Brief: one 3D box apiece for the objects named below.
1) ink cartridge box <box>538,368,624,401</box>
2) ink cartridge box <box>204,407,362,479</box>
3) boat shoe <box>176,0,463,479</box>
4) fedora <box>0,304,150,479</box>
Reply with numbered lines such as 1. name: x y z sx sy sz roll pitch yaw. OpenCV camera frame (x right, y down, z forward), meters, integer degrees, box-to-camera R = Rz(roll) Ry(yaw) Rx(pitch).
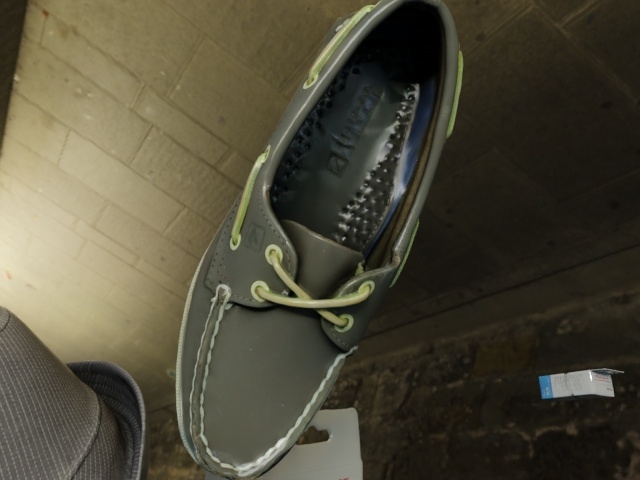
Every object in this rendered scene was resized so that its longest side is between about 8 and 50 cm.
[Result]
1. ink cartridge box: 0.309 0.171 0.715 0.048 0.028 0.083 15 154 -36
2. ink cartridge box: -0.027 0.232 0.469 0.067 0.198 0.115 -10 165 43
3. boat shoe: -0.004 -0.002 0.351 0.109 0.304 0.091 23 174 -9
4. fedora: -0.219 0.126 0.286 0.244 0.275 0.124 5 128 44
